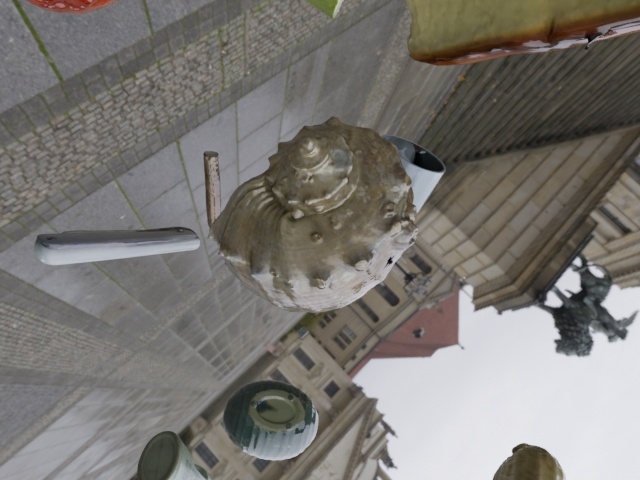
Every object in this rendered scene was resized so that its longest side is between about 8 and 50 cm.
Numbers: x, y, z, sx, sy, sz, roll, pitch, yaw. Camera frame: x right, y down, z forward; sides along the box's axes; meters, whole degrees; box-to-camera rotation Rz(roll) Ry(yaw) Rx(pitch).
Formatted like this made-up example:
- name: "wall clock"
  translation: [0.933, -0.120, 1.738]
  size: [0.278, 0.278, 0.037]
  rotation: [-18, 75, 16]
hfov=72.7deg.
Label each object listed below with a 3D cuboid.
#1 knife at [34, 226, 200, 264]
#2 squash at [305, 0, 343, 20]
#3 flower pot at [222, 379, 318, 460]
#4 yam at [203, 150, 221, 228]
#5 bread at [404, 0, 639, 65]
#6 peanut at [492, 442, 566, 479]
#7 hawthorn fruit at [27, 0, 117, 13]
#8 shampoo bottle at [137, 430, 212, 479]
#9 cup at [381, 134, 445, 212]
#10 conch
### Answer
- name: "knife"
  translation: [-0.345, 0.001, 0.762]
  size: [0.266, 0.073, 0.040]
  rotation: [-5, 120, -41]
- name: "squash"
  translation: [-0.064, -0.407, 0.616]
  size: [0.083, 0.250, 0.083]
  rotation: [-56, -179, 1]
- name: "flower pot"
  translation: [-0.126, 0.457, 1.116]
  size: [0.157, 0.243, 0.189]
  rotation: [112, -12, -48]
- name: "yam"
  translation: [-0.317, -0.137, 1.284]
  size: [0.046, 0.046, 0.263]
  rotation: [-37, 144, -44]
- name: "bread"
  translation: [0.287, -0.277, 0.379]
  size: [0.333, 0.143, 0.324]
  rotation: [-29, -156, -17]
- name: "peanut"
  translation: [0.421, 0.529, 0.880]
  size: [0.152, 0.152, 0.313]
  rotation: [-48, 164, 28]
- name: "hawthorn fruit"
  translation: [-0.231, -0.265, 0.331]
  size: [0.243, 0.208, 0.207]
  rotation: [-57, 175, -11]
- name: "shampoo bottle"
  translation: [-0.284, 0.508, 0.900]
  size: [0.087, 0.234, 0.118]
  rotation: [-16, -144, 0]
- name: "cup"
  translation: [0.204, -0.135, 1.299]
  size: [0.205, 0.206, 0.312]
  rotation: [-34, 155, -54]
- name: "conch"
  translation: [0.004, 0.009, 0.635]
  size: [0.298, 0.352, 0.210]
  rotation: [-22, -144, -1]
